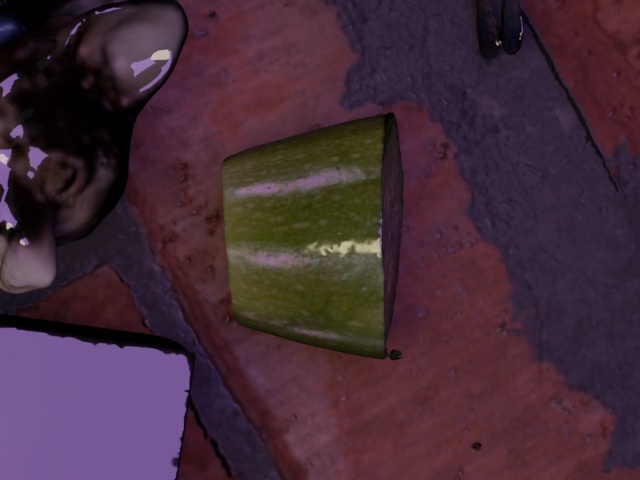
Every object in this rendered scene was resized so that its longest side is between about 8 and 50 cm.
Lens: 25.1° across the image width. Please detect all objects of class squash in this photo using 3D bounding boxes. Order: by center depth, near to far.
[{"bbox_3d":[0.000,0.000,0.981,0.123,0.170,0.170,-4,85,2],"label":"squash"}]

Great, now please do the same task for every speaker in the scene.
[{"bbox_3d":[-0.223,0.161,0.900,0.254,0.184,0.232,9,86,-11],"label":"speaker"}]

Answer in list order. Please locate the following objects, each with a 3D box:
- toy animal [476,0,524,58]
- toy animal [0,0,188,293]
[{"bbox_3d":[0.048,-0.312,1.014,0.284,0.225,0.302,13,86,-27],"label":"toy animal"},{"bbox_3d":[-0.205,-0.112,0.889,0.303,0.194,0.344,-1,51,-31],"label":"toy animal"}]
